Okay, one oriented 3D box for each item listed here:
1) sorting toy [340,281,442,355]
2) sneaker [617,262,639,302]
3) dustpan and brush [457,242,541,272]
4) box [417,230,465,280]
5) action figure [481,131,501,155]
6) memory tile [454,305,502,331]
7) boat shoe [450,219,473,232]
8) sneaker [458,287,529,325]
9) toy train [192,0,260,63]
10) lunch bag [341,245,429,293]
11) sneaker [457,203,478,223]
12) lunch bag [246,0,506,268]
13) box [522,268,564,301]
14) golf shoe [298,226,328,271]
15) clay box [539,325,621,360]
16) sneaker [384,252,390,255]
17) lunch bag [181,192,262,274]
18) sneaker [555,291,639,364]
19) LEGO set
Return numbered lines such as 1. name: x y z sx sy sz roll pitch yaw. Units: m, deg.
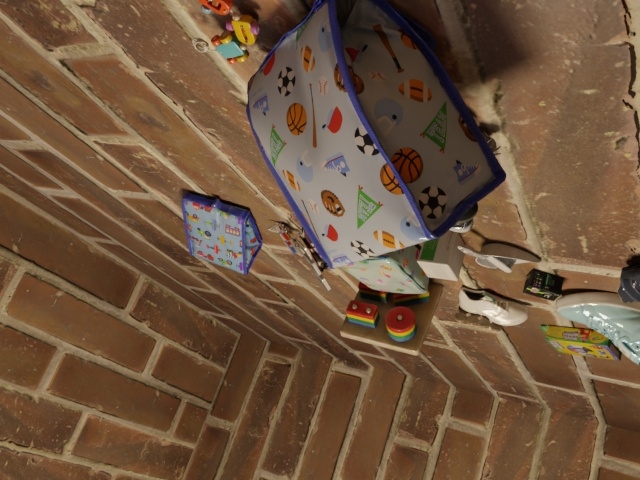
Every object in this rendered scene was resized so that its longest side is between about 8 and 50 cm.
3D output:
1. sorting toy: 0.217 0.197 1.944 0.255 0.257 0.089 11 142 24
2. sneaker: 0.771 0.111 1.389 0.226 0.086 0.163 26 159 -14
3. dustpan and brush: 0.427 0.039 1.576 0.211 0.060 0.147 29 159 -24
4. box: 0.313 0.036 1.618 0.087 0.101 0.102 7 157 31
5. action figure: 0.209 -0.161 1.202 0.284 0.099 0.185 -1 136 37
6. memory tile: 0.499 0.227 1.943 0.147 0.113 0.012 13 134 23
7. boat shoe: 0.261 -0.071 1.459 0.183 0.065 0.083 7 149 27
8. sneaker: 0.517 0.192 1.889 0.212 0.080 0.094 12 147 26
9. toy train: -0.164 -0.376 1.079 0.125 0.046 0.166 24 157 -8
10. lunch bag: 0.176 0.062 1.798 0.223 0.108 0.279 3 157 36
11. sneaker: 0.231 -0.105 1.346 0.227 0.087 0.130 23 168 9
12. lunch bag: 0.061 -0.183 1.043 0.386 0.239 0.327 56 148 -6
13. box: 0.583 0.117 1.647 0.083 0.052 0.062 16 160 8
14. golf shoe: 0.000 0.000 1.876 0.120 0.105 0.273 34 160 15
15. clay box: 0.807 0.318 1.962 0.222 0.053 0.127 -1 151 44
16. sneaker: 0.089 -0.059 1.600 0.343 0.134 0.147 6 117 56
17. lunch bag: -0.326 -0.041 2.036 0.220 0.138 0.293 19 152 12
18. sneaker: 0.784 0.232 1.606 0.365 0.150 0.135 8 157 30
19. LEGO set: -0.069 0.046 1.936 0.183 0.060 0.244 59 173 -33
